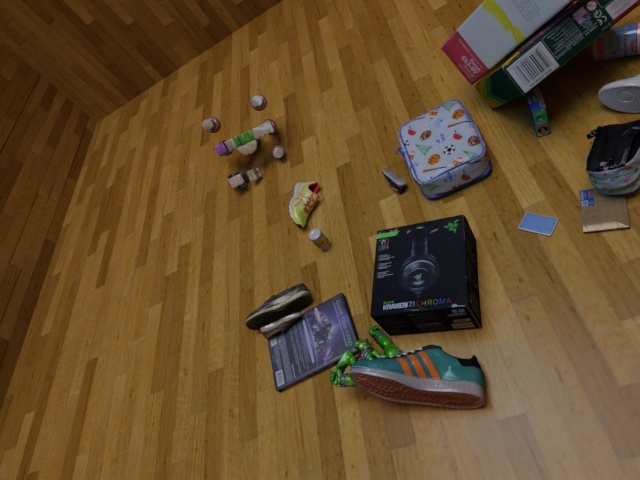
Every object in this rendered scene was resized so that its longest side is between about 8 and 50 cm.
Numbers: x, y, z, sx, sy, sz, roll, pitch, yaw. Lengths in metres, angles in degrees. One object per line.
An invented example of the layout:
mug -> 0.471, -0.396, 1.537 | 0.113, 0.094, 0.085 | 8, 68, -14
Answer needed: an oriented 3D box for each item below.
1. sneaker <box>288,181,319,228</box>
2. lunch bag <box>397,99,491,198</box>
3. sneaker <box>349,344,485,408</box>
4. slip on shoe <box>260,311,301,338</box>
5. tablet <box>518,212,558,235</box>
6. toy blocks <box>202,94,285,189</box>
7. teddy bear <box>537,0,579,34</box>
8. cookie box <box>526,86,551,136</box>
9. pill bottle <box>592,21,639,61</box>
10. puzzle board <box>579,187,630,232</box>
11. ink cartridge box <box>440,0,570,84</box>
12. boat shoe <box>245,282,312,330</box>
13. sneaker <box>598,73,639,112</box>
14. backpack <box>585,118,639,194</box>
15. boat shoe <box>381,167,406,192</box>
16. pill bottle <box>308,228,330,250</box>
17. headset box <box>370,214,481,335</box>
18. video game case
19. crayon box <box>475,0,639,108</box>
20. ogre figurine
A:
sneaker -> -0.051, -0.136, 1.658 | 0.094, 0.081, 0.208 | -12, 51, 25
lunch bag -> 0.370, -0.284, 1.452 | 0.243, 0.115, 0.303 | -26, 47, 20
sneaker -> 0.221, 0.302, 1.086 | 0.302, 0.108, 0.121 | 7, 47, 9
slip on shoe -> -0.114, 0.254, 1.406 | 0.135, 0.051, 0.041 | -25, 86, 7
tablet -> 0.560, -0.043, 1.209 | 0.083, 0.006, 0.054 | 19, 70, 42
toy blocks -> -0.306, -0.421, 1.994 | 0.289, 0.309, 0.260 | -25, 13, 3
teddy bear -> 0.759, -0.743, 1.543 | 0.338, 0.113, 0.245 | -17, 57, 15
cookie box -> 0.619, -0.365, 1.338 | 0.040, 0.107, 0.092 | -16, 51, 25
pill bottle -> 0.865, -0.565, 1.329 | 0.160, 0.087, 0.087 | 2, 60, 37
puzzle board -> 0.688, -0.077, 1.142 | 0.096, 0.011, 0.128 | -8, 53, 32
ink cartridge box -> 0.567, -0.652, 1.311 | 0.279, 0.160, 0.385 | -40, 2, -22
boat shoe -> -0.132, 0.206, 1.465 | 0.223, 0.080, 0.073 | -28, 40, 8
sneaker -> 0.874, -0.417, 1.215 | 0.256, 0.094, 0.151 | 6, 55, 40
backpack -> 0.721, -0.200, 1.131 | 0.152, 0.115, 0.182 | -9, 40, 56
boat shoe -> 0.236, -0.197, 1.532 | 0.046, 0.038, 0.125 | -9, 37, -28
pill bottle -> 0.000, 0.000, 1.517 | 0.043, 0.083, 0.043 | -19, 50, 23
headset box -> 0.275, 0.085, 1.225 | 0.246, 0.131, 0.283 | -10, 52, 29
video game case -> -0.026, 0.292, 1.359 | 0.274, 0.026, 0.196 | -29, 46, 13
crayon box -> 0.643, -0.540, 1.320 | 0.363, 0.106, 0.313 | -39, 3, 10
ogre figurine -> 0.122, 0.306, 1.186 | 0.118, 0.097, 0.197 | 21, 29, 38
